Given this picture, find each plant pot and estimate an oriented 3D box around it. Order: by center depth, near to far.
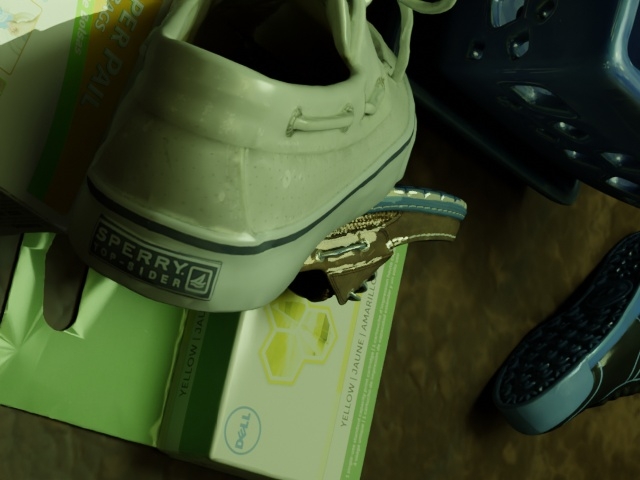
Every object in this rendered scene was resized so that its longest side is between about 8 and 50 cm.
[{"bbox_3d":[0.182,-0.149,1.065,0.236,0.212,0.236,32,69,-41],"label":"plant pot"}]

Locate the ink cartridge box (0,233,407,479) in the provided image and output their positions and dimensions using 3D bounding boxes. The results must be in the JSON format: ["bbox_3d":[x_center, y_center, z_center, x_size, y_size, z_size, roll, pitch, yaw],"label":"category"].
[{"bbox_3d":[-0.058,0.037,0.943,0.235,0.056,0.171,24,74,-44],"label":"ink cartridge box"}]

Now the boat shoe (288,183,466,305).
[{"bbox_3d":[0.000,0.000,0.922,0.183,0.066,0.066,1,95,-33],"label":"boat shoe"}]

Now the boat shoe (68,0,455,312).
[{"bbox_3d":[-0.015,-0.101,0.822,0.367,0.136,0.156,-48,159,-67],"label":"boat shoe"}]

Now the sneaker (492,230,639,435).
[{"bbox_3d":[0.208,0.080,1.184,0.232,0.081,0.090,-40,110,-38],"label":"sneaker"}]

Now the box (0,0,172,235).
[{"bbox_3d":[-0.149,-0.114,0.809,0.103,0.114,0.203,38,63,-39],"label":"box"}]
